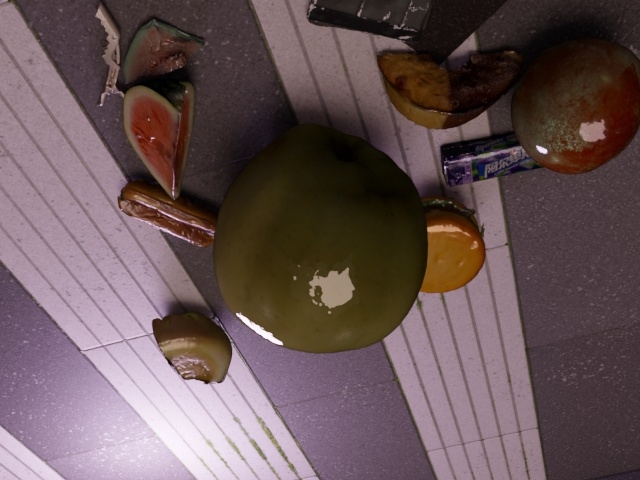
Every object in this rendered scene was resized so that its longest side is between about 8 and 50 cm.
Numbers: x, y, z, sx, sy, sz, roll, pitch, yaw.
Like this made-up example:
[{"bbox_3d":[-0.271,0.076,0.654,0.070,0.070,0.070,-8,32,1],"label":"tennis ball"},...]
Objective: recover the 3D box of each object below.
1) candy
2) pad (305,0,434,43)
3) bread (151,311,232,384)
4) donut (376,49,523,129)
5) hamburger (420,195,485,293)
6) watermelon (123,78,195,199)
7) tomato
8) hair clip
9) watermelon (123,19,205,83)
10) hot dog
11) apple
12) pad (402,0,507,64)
[{"bbox_3d":[0.426,-0.193,1.770,0.313,0.061,0.088,-11,134,4],"label":"candy"},{"bbox_3d":[0.103,-0.458,1.470,0.233,0.022,0.174,6,134,-15],"label":"pad"},{"bbox_3d":[-0.325,0.271,2.112,0.156,0.158,0.260,-23,135,2],"label":"bread"},{"bbox_3d":[0.262,-0.289,1.589,0.295,0.151,0.112,-3,156,-3],"label":"donut"},{"bbox_3d":[0.269,-0.005,1.872,0.246,0.170,0.246,0,125,0],"label":"hamburger"},{"bbox_3d":[-0.297,-0.236,1.588,0.128,0.159,0.303,-37,163,-29],"label":"watermelon"},{"bbox_3d":[0.491,-0.268,1.552,0.223,0.270,0.270,21,132,-6],"label":"tomato"},{"bbox_3d":[-0.394,-0.352,1.515,0.072,0.034,0.225,0,135,-13],"label":"hair clip"},{"bbox_3d":[-0.315,-0.353,1.501,0.155,0.080,0.101,-22,132,29],"label":"watermelon"},{"bbox_3d":[-0.335,-0.059,1.805,0.269,0.072,0.115,27,127,-33],"label":"hot dog"},{"bbox_3d":[0.000,0.000,1.647,0.474,0.473,0.473,-4,137,-4],"label":"apple"},{"bbox_3d":[0.181,-0.479,1.476,0.330,0.004,0.220,27,127,-31],"label":"pad"}]
